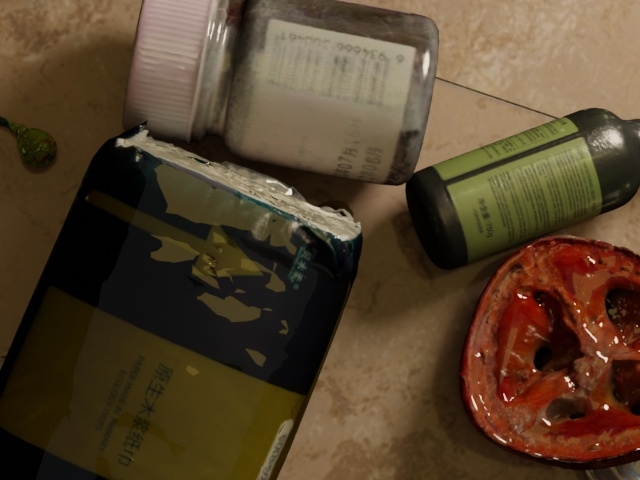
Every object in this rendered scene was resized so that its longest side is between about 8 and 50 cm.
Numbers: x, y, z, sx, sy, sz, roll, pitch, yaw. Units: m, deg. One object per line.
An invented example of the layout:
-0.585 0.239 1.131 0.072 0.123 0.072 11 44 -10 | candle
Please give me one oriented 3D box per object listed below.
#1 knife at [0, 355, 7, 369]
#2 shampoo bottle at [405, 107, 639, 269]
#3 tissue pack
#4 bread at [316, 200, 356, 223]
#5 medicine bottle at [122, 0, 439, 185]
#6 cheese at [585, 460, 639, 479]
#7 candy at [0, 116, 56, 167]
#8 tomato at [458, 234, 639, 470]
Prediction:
-0.430 0.153 1.729 0.336 0.043 0.081 -3 90 -9 | knife
0.226 -0.063 1.799 0.283 0.101 0.101 -21 86 -9 | shampoo bottle
-0.143 0.128 1.615 0.253 0.264 0.417 22 94 -1 | tissue pack
0.000 0.000 1.800 0.049 0.033 0.088 46 80 -6 | bread
-0.037 -0.150 1.746 0.273 0.165 0.165 10 82 -2 | medicine bottle
0.329 0.221 1.809 0.191 0.042 0.105 31 83 -5 | cheese
-0.301 -0.111 1.780 0.123 0.035 0.035 35 98 6 | candy
0.242 0.118 1.773 0.228 0.101 0.228 -4 72 11 | tomato
